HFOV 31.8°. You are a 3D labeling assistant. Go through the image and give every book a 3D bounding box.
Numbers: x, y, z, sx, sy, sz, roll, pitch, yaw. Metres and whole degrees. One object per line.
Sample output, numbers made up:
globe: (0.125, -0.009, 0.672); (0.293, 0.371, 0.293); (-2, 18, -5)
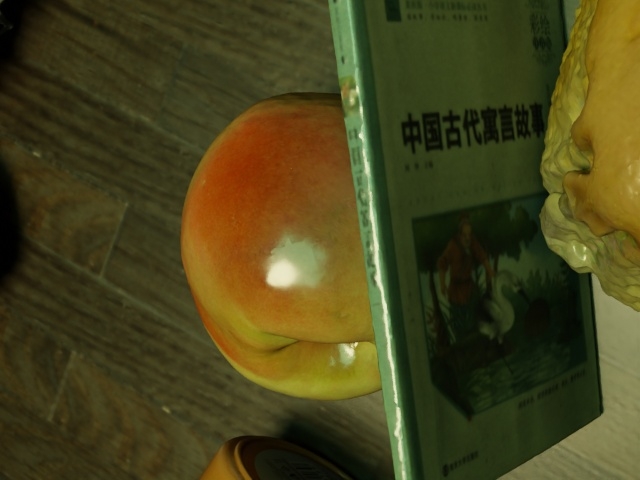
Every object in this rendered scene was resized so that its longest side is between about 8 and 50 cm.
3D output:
book: (0.087, -0.014, 0.611); (0.025, 0.215, 0.282); (-4, 96, 39)

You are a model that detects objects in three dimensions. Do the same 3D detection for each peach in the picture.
peach: (0.000, 0.000, 0.669); (0.184, 0.184, 0.184); (3, 96, 24)

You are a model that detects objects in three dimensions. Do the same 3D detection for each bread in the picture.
bread: (0.194, -0.043, 0.547); (0.163, 0.204, 0.262); (-32, 78, -4)

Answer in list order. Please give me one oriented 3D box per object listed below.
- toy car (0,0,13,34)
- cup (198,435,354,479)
toy car: (-0.377, -0.188, 0.805); (0.301, 0.118, 0.193); (33, 69, 17)
cup: (-0.049, 0.278, 0.739); (0.226, 0.182, 0.264); (28, 101, -15)
